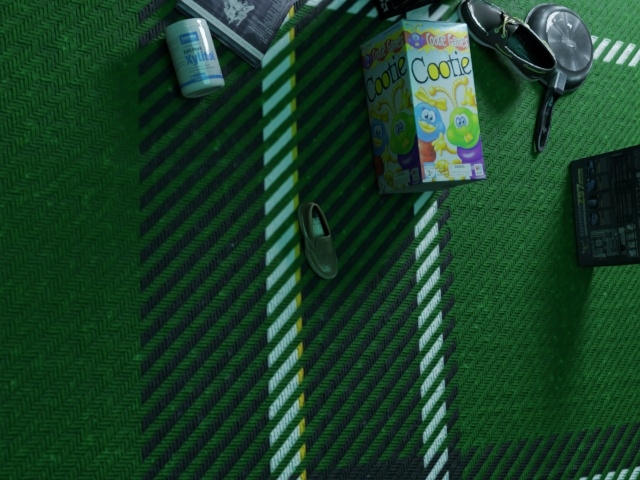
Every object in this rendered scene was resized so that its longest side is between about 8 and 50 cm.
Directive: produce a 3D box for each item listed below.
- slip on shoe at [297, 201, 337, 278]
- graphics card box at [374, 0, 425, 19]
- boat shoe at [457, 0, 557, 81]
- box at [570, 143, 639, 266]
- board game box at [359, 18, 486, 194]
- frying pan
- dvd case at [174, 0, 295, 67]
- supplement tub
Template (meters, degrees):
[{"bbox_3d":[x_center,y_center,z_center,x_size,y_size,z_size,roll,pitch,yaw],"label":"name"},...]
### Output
[{"bbox_3d":[0.000,0.000,1.224,0.051,0.041,0.135,-16,93,-29],"label":"slip on shoe"},{"bbox_3d":[0.272,-0.501,1.235,0.232,0.371,0.094,-27,98,-27],"label":"graphics card box"},{"bbox_3d":[0.373,-0.407,1.437,0.227,0.068,0.081,37,82,-11],"label":"boat shoe"},{"bbox_3d":[0.603,-0.065,1.475,0.059,0.183,0.233,0,84,-29],"label":"box"},{"bbox_3d":[0.178,-0.230,1.286,0.142,0.144,0.275,-5,87,-28],"label":"board game box"},{"bbox_3d":[0.479,-0.366,1.520,0.197,0.053,0.326,42,65,-17],"label":"frying pan"},{"bbox_3d":[-0.123,-0.424,1.215,0.164,0.018,0.221,33,70,-23],"label":"dvd case"},{"bbox_3d":[-0.196,-0.282,1.131,0.071,0.071,0.107,-19,94,-28],"label":"supplement tub"}]
